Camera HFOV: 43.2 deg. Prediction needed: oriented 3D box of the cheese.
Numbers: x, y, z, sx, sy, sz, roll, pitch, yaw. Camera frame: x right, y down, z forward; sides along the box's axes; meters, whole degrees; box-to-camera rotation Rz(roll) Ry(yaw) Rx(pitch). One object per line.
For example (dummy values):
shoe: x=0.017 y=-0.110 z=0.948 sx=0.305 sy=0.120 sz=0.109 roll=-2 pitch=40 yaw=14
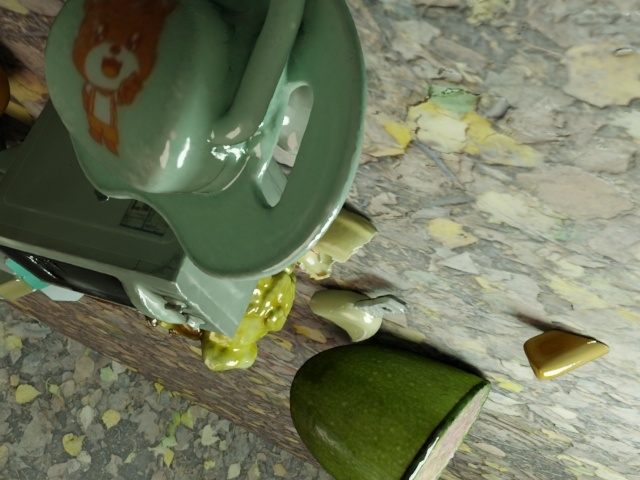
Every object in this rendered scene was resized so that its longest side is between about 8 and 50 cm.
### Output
cheese: x=0.068 y=0.113 z=1.281 sx=0.127 sy=0.050 sz=0.235 roll=33 pitch=159 yaw=-18

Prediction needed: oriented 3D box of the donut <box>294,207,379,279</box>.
donut: x=-0.005 y=-0.001 z=1.064 sx=0.108 sy=0.065 sz=0.166 roll=30 pitch=159 yaw=-12

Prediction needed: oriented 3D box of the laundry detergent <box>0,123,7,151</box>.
laundry detergent: x=-0.639 y=-0.167 z=1.238 sx=0.280 sy=0.105 sz=0.215 roll=12 pitch=150 yaw=-1

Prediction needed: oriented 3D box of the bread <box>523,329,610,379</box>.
bread: x=0.329 y=0.148 z=1.095 sx=0.049 sy=0.103 sz=0.062 roll=70 pitch=175 yaw=-48

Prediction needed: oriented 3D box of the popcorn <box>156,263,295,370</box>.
popcorn: x=-0.151 y=0.059 z=1.138 sx=0.234 sy=0.217 sz=0.181 roll=14 pitch=-171 yaw=5

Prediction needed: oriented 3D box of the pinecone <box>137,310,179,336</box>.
pinecone: x=-0.216 y=0.074 z=1.340 sx=0.186 sy=0.169 sz=0.212 roll=48 pitch=139 yaw=-18

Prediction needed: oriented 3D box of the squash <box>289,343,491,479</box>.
squash: x=0.096 y=0.292 z=1.443 sx=0.308 sy=0.310 sz=0.310 roll=36 pitch=165 yaw=23

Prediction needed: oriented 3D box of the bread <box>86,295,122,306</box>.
bread: x=-0.412 y=0.034 z=1.522 sx=0.229 sy=0.123 sz=0.230 roll=19 pitch=153 yaw=10

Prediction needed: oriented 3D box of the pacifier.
pacifier: x=-0.064 y=-0.134 z=0.658 sx=0.343 sy=0.288 sz=0.269 roll=35 pitch=-155 yaw=30

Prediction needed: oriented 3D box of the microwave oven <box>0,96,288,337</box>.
microwave oven: x=-0.213 y=-0.032 z=0.977 sx=0.295 sy=0.238 sz=0.181 roll=12 pitch=156 yaw=25

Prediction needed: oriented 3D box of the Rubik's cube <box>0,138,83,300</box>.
Rubik's cube: x=-0.408 y=-0.031 z=1.225 sx=0.265 sy=0.224 sz=0.213 roll=-22 pitch=157 yaw=-4

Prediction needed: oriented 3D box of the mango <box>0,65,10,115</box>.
mango: x=-0.533 y=-0.218 z=1.046 sx=0.294 sy=0.120 sz=0.177 roll=15 pitch=156 yaw=23
